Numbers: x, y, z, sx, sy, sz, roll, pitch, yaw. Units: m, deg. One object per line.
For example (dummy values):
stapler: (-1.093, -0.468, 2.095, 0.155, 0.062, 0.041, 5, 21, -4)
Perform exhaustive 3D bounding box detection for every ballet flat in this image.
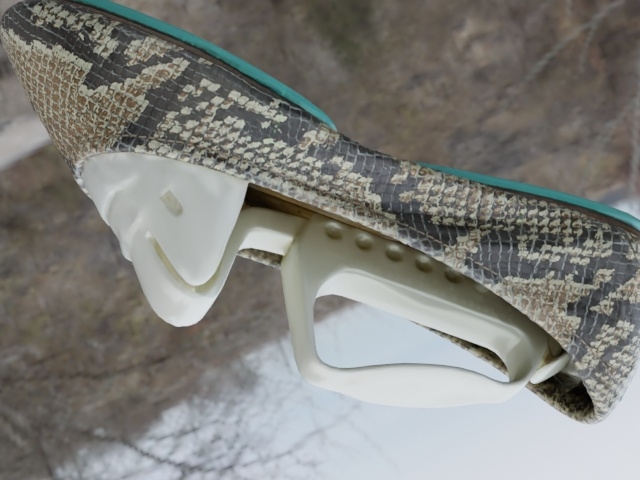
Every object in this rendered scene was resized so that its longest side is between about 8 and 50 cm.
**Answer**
ballet flat: (0.000, 0.000, 0.895, 0.482, 0.182, 0.164, 22, 157, -10)
